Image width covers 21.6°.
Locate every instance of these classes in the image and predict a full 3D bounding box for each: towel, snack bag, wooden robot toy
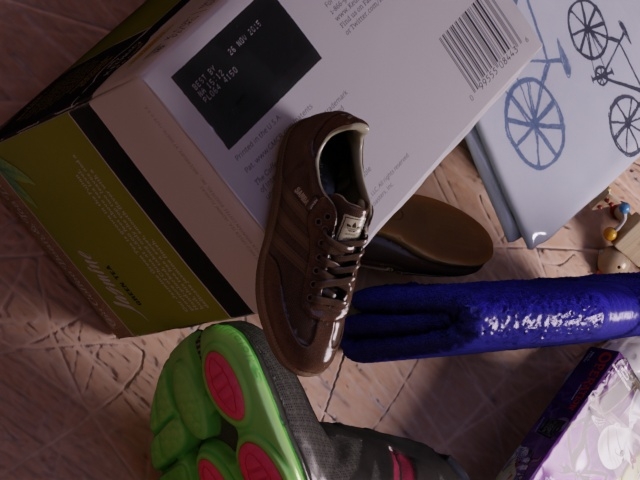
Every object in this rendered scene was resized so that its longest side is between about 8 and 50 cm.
[{"bbox_3d":[0.194,0.064,1.590,0.308,0.227,0.076,-2,83,-33],"label":"towel"},{"bbox_3d":[0.233,-0.207,1.668,0.342,0.037,0.323,-36,106,-38],"label":"snack bag"},{"bbox_3d":[0.329,0.012,1.804,0.173,0.076,0.079,40,97,-22],"label":"wooden robot toy"}]

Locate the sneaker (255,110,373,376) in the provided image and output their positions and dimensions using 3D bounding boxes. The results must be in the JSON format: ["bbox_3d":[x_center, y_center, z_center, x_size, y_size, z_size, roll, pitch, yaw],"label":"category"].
[{"bbox_3d":[0.000,0.000,1.178,0.066,0.071,0.188,7,79,-33],"label":"sneaker"}]

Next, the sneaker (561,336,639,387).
[{"bbox_3d":[0.337,0.122,1.774,0.235,0.090,0.095,-10,70,-36],"label":"sneaker"}]

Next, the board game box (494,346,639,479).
[{"bbox_3d":[0.309,0.298,1.680,0.208,0.056,0.347,-48,120,-20],"label":"board game box"}]

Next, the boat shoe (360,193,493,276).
[{"bbox_3d":[0.059,-0.005,1.592,0.207,0.073,0.073,16,51,-16],"label":"boat shoe"}]

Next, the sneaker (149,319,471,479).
[{"bbox_3d":[0.020,0.240,1.482,0.483,0.185,0.202,56,50,-28],"label":"sneaker"}]

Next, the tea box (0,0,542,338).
[{"bbox_3d":[-0.058,-0.114,1.396,0.329,0.323,0.220,-47,109,-29],"label":"tea box"}]
